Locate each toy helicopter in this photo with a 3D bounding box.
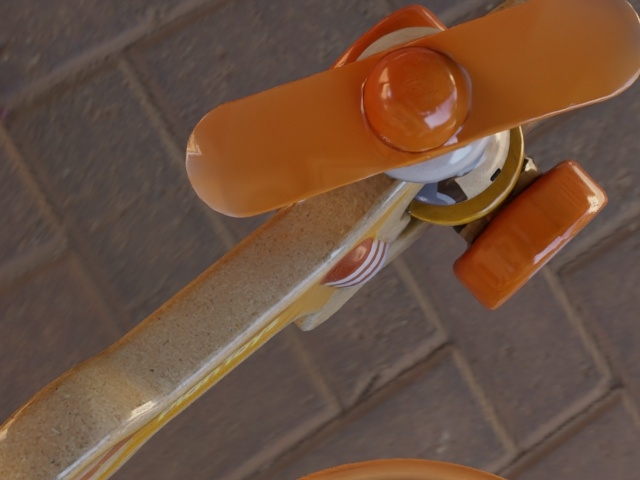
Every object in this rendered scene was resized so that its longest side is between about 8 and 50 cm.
[{"bbox_3d":[0.000,0.000,0.694,0.355,0.235,0.140,-39,83,-23],"label":"toy helicopter"}]

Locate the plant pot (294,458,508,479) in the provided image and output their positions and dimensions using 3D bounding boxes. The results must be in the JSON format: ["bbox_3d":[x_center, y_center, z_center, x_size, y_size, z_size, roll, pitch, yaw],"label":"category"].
[{"bbox_3d":[0.055,0.285,0.899,0.291,0.203,0.291,-3,69,9],"label":"plant pot"}]
